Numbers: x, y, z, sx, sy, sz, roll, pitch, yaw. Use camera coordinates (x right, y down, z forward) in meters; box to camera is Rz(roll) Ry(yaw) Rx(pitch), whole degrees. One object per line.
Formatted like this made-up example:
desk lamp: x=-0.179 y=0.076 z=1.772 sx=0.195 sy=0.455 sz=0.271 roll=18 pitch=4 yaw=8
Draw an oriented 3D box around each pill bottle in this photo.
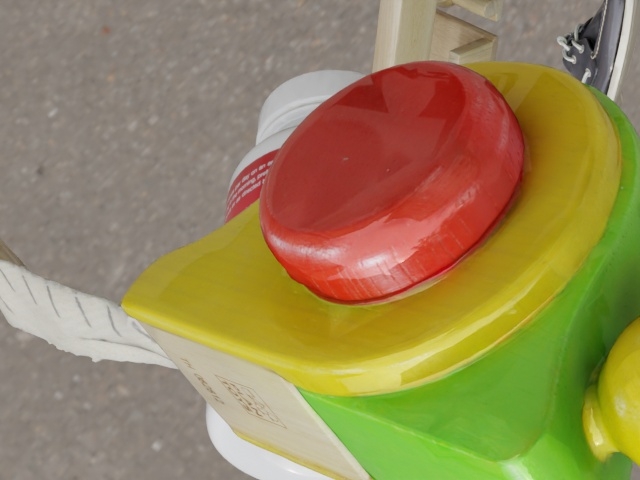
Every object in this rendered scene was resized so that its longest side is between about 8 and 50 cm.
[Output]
pill bottle: x=0.011 y=0.030 z=1.578 sx=0.229 sy=0.408 sz=0.229 roll=1 pitch=141 yaw=1

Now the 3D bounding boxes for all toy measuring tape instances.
toy measuring tape: x=0.000 y=0.000 z=0.452 sx=0.330 sy=0.121 sz=0.121 roll=14 pitch=130 yaw=50

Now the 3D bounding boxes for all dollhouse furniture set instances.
dollhouse furniture set: x=0.075 y=-0.208 z=1.447 sx=0.123 sy=0.151 sz=0.144 roll=31 pitch=130 yaw=35

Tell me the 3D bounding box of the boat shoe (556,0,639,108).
boat shoe: x=0.221 y=-0.143 z=1.276 sx=0.065 sy=0.075 sz=0.206 roll=17 pitch=135 yaw=13
